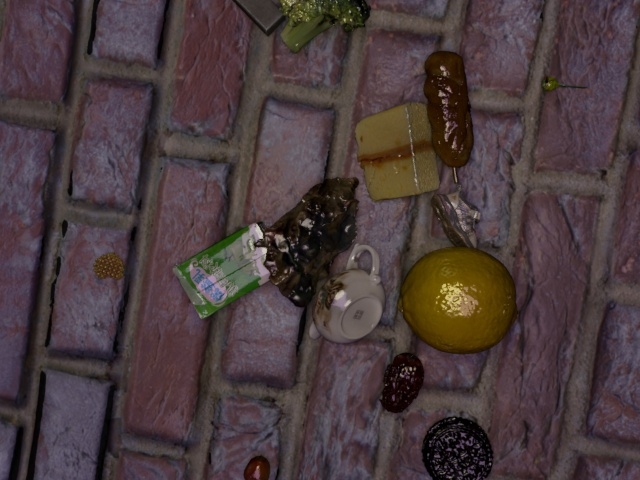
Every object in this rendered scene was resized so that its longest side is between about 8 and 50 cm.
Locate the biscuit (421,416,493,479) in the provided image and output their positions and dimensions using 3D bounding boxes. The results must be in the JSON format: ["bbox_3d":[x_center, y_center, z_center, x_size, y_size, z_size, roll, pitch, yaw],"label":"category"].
[{"bbox_3d":[0.362,0.566,1.542,0.194,0.053,0.194,0,92,3],"label":"biscuit"}]

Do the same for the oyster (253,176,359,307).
[{"bbox_3d":[0.008,-0.006,1.479,0.361,0.096,0.221,-44,122,-22],"label":"oyster"}]

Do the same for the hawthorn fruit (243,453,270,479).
[{"bbox_3d":[-0.171,0.622,1.565,0.077,0.077,0.077,0,92,3],"label":"hawthorn fruit"}]

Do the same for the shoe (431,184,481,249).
[{"bbox_3d":[0.366,-0.056,1.511,0.092,0.089,0.180,-32,92,-9],"label":"shoe"}]

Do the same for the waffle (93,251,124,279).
[{"bbox_3d":[-0.583,0.074,1.592,0.085,0.016,0.078,-11,87,3],"label":"waffle"}]

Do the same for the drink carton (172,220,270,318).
[{"bbox_3d":[-0.231,0.070,1.528,0.271,0.108,0.161,-30,90,3],"label":"drink carton"}]

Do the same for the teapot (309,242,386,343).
[{"bbox_3d":[0.075,0.155,1.494,0.204,0.139,0.298,26,99,-37],"label":"teapot"}]

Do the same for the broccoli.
[{"bbox_3d":[-0.005,-0.578,1.463,0.247,0.263,0.243,29,126,-28],"label":"broccoli"}]

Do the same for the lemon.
[{"bbox_3d":[0.339,0.145,1.424,0.293,0.293,0.293,0,92,3],"label":"lemon"}]

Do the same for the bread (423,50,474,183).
[{"bbox_3d":[0.337,-0.319,1.492,0.124,0.084,0.344,-7,91,-6],"label":"bread"}]

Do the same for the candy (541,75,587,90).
[{"bbox_3d":[0.636,-0.403,1.510,0.123,0.035,0.035,6,124,-6],"label":"candy"}]

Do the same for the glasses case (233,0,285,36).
[{"bbox_3d":[-0.188,-0.639,1.532,0.071,0.047,0.205,-45,89,-1],"label":"glasses case"}]

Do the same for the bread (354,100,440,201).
[{"bbox_3d":[0.199,-0.232,1.537,0.178,0.135,0.240,-8,93,37],"label":"bread"}]

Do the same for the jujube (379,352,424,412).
[{"bbox_3d":[0.220,0.379,1.528,0.104,0.104,0.166,13,105,2],"label":"jujube"}]
